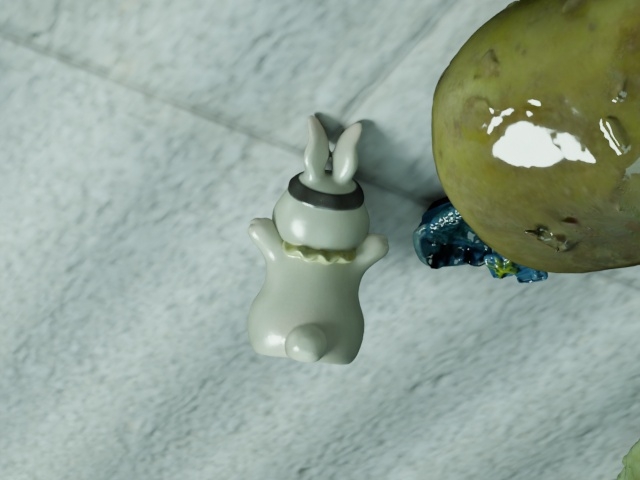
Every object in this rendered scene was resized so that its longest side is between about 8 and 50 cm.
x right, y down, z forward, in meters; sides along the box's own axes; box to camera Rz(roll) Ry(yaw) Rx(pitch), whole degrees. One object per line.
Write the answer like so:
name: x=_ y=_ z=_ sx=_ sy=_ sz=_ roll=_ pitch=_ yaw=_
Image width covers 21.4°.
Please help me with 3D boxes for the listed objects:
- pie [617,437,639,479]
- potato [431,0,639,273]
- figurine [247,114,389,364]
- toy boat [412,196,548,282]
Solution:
pie: x=0.370 y=0.195 z=1.271 sx=0.306 sy=0.071 sz=0.306 roll=3 pitch=142 yaw=3
potato: x=0.189 y=-0.068 z=0.866 sx=0.296 sy=0.141 sz=0.191 roll=-24 pitch=138 yaw=32
figurine: x=-0.010 y=0.000 z=1.039 sx=0.081 sy=0.146 sz=0.098 roll=6 pitch=179 yaw=-23
toy boat: x=0.123 y=-0.004 z=1.031 sx=0.137 sy=0.061 sz=0.060 roll=-10 pitch=142 yaw=20
